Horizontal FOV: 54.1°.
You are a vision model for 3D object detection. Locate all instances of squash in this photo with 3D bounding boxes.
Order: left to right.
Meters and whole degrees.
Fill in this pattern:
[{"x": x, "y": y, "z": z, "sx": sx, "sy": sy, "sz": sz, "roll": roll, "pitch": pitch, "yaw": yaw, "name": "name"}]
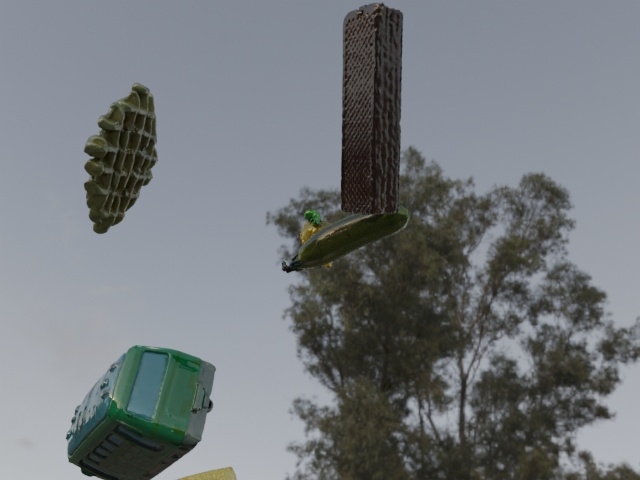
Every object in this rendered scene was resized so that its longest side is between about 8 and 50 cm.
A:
[{"x": 0.055, "y": -0.005, "z": 1.469, "sx": 0.331, "sy": 0.087, "sz": 0.087, "roll": -26, "pitch": -51, "yaw": 14, "name": "squash"}]

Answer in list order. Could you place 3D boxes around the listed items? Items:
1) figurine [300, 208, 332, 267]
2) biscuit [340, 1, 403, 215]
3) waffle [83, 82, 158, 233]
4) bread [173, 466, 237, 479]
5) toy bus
[{"x": 0.000, "y": 0.000, "z": 1.654, "sx": 0.094, "sy": 0.115, "sz": 0.156, "roll": -14, "pitch": -58, "yaw": -14, "name": "figurine"}, {"x": 0.096, "y": -0.241, "z": 1.186, "sx": 0.073, "sy": 0.389, "sz": 0.107, "roll": -4, "pitch": 8, "yaw": -34, "name": "biscuit"}, {"x": -0.431, "y": -0.180, "z": 1.380, "sx": 0.056, "sy": 0.292, "sz": 0.309, "roll": 18, "pitch": -43, "yaw": 5, "name": "waffle"}, {"x": -0.150, "y": 0.335, "z": 0.778, "sx": 0.109, "sy": 0.080, "sz": 0.084, "roll": -4, "pitch": -39, "yaw": -30, "name": "bread"}, {"x": -0.364, "y": 0.349, "z": 1.230, "sx": 0.199, "sy": 0.184, "sz": 0.343, "roll": 25, "pitch": -46, "yaw": -22, "name": "toy bus"}]
